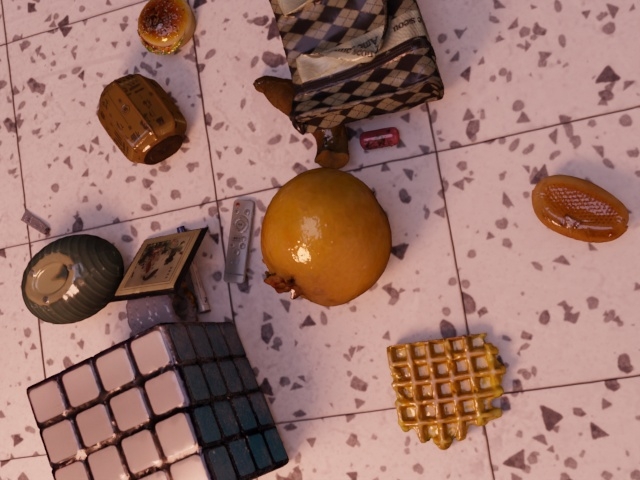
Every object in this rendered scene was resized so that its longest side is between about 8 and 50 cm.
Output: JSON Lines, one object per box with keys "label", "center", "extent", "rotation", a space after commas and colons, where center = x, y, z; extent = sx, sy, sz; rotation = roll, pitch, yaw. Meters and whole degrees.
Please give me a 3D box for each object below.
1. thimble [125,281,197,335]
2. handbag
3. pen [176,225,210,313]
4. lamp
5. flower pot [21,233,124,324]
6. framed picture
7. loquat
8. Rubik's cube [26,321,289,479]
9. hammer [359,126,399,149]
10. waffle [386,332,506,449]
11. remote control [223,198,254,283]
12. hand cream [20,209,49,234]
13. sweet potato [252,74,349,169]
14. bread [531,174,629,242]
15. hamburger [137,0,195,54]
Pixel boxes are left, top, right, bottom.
{"label": "thimble", "center": [-0.343, 0.150, 1.925], "extent": [0.118, 0.151, 0.127], "rotation": [-22, 109, 15]}
{"label": "handbag", "center": [0.043, -0.436, 1.800], "extent": [0.317, 0.180, 0.416], "rotation": [-18, 76, 9]}
{"label": "pen", "center": [-0.283, 0.064, 1.978], "extent": [0.025, 0.025, 0.204], "rotation": [-21, 78, 17]}
{"label": "lamp", "center": [-0.394, -0.266, 1.974], "extent": [0.161, 0.161, 0.185], "rotation": [-39, 74, 13]}
{"label": "flower pot", "center": [-0.558, 0.086, 2.003], "extent": [0.243, 0.157, 0.189], "rotation": [-31, 78, 16]}
{"label": "framed picture", "center": [-0.347, 0.050, 1.923], "extent": [0.199, 0.010, 0.195], "rotation": [-10, 42, 32]}
{"label": "loquat", "center": [0.000, 0.000, 1.760], "extent": [0.275, 0.275, 0.274], "rotation": [-1, 86, 19]}
{"label": "Rubik's cube", "center": [-0.318, 0.376, 1.802], "extent": [0.344, 0.344, 0.337], "rotation": [-27, 79, 17]}
{"label": "hammer", "center": [0.122, -0.210, 1.848], "extent": [0.083, 0.043, 0.043], "rotation": [-8, 83, 17]}
{"label": "waffle", "center": [0.254, 0.300, 1.756], "extent": [0.229, 0.057, 0.219], "rotation": [-9, 83, 18]}
{"label": "remote control", "center": [-0.175, 0.002, 1.946], "extent": [0.050, 0.027, 0.184], "rotation": [5, 83, 18]}
{"label": "hand cream", "center": [-0.679, -0.041, 2.128], "extent": [0.093, 0.019, 0.030], "rotation": [30, 95, 21]}
{"label": "sweet potato", "center": [-0.039, -0.264, 1.883], "extent": [0.286, 0.085, 0.112], "rotation": [43, 105, 17]}
{"label": "bread", "center": [0.489, -0.056, 1.690], "extent": [0.189, 0.077, 0.114], "rotation": [27, 75, 20]}
{"label": "hamburger", "center": [-0.349, -0.486, 2.009], "extent": [0.126, 0.081, 0.141], "rotation": [38, 98, 18]}
